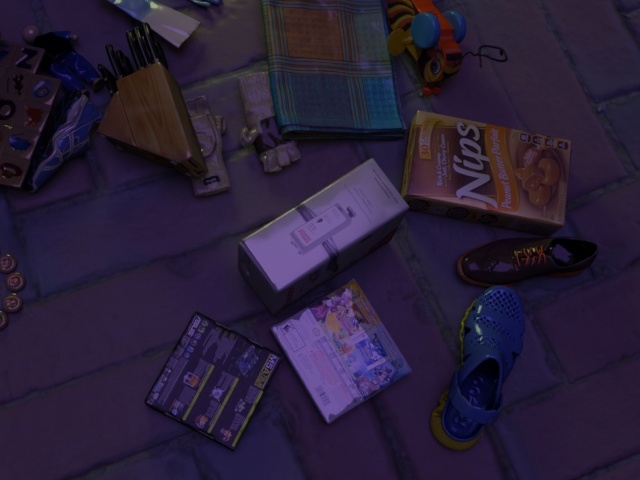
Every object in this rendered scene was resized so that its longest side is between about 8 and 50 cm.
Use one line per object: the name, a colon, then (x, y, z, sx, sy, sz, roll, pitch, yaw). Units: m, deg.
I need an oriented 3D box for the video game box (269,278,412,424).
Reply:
video game box: (0.036, 0.203, 1.573, 0.187, 0.048, 0.205, -29, 80, -12)

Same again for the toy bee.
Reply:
toy bee: (0.219, -0.383, 1.720, 0.195, 0.162, 0.298, 4, 42, -22)

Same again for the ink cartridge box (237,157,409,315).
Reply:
ink cartridge box: (0.000, 0.000, 1.543, 0.283, 0.207, 0.117, -33, 79, -14)

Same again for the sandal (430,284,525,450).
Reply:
sandal: (0.304, 0.226, 1.555, 0.126, 0.138, 0.317, 19, 71, 1)

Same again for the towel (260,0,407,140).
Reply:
towel: (0.022, -0.378, 1.720, 0.271, 0.040, 0.370, -2, 74, -19)

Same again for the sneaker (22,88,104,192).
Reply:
sneaker: (-0.483, -0.175, 1.599, 0.081, 0.080, 0.211, 34, 90, -41)

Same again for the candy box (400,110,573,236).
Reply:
candy box: (0.324, -0.130, 1.683, 0.317, 0.087, 0.182, 11, 73, -4)

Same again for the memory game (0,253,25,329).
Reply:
memory game: (-0.628, 0.088, 1.542, 0.186, 0.012, 0.186, 2, 74, -6)

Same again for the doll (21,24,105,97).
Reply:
doll: (-0.514, -0.352, 1.664, 0.189, 0.046, 0.129, 45, 73, 6)

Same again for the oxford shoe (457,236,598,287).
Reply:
oxford shoe: (0.398, 0.029, 1.640, 0.271, 0.098, 0.096, -8, 75, -9)

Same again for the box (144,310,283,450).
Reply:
box: (-0.190, 0.251, 1.534, 0.184, 0.045, 0.190, 28, 72, -1)

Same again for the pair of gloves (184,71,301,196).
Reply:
pair of gloves: (-0.167, -0.208, 1.669, 0.240, 0.042, 0.204, -22, 81, -11)

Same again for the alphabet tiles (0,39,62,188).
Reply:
alphabet tiles: (-0.652, -0.228, 1.600, 0.285, 0.011, 0.342, 12, 72, 9)

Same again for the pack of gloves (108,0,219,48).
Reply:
pack of gloves: (-0.331, -0.507, 1.744, 0.232, 0.046, 0.195, 34, 62, 0)

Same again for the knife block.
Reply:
knife block: (-0.301, -0.274, 1.611, 0.276, 0.088, 0.242, 21, 82, 19)
